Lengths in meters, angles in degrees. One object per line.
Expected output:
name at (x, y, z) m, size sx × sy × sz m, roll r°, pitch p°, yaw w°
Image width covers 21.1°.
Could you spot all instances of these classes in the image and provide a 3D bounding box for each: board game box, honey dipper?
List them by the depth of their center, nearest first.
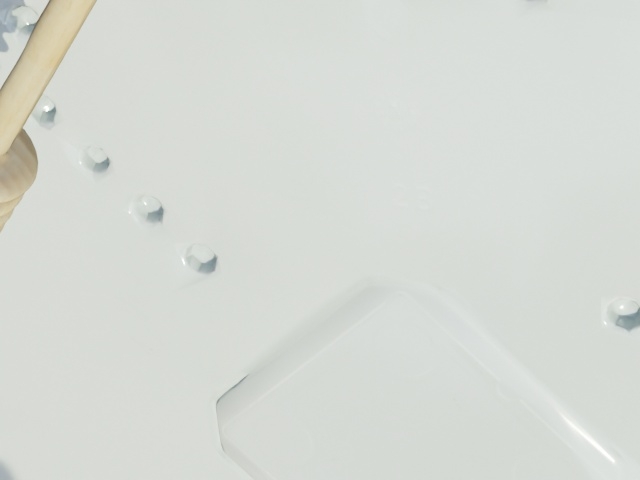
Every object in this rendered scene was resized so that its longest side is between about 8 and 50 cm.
honey dipper at (-0.068, -0.045, 0.423) m, size 0.030 × 0.160 × 0.030 m, roll 17°, pitch 53°, yaw -23°
board game box at (0.037, 0.059, 0.580) m, size 0.390 × 0.050 × 0.390 m, roll 7°, pitch 124°, yaw 17°
